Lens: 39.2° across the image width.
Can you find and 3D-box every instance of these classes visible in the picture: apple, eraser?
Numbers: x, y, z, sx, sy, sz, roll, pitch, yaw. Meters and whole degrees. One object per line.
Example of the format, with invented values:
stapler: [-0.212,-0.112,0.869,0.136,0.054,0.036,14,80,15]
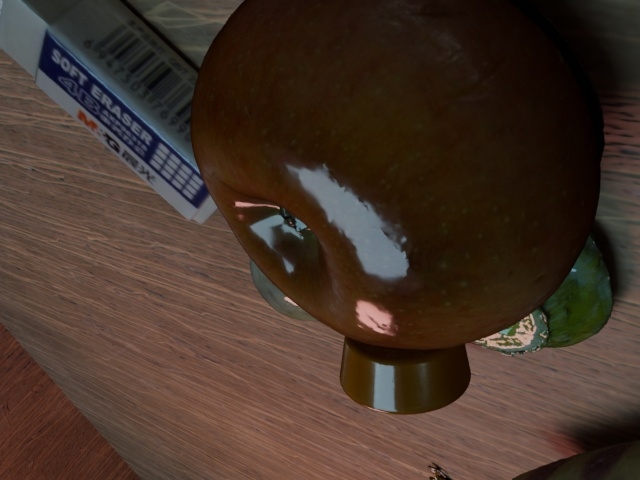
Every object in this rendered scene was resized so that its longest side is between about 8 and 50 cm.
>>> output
apple: [0.041,-0.054,0.590,0.272,0.206,0.251,53,146,-6]
eraser: [-0.187,-0.146,0.896,0.279,0.081,0.124,43,154,-6]

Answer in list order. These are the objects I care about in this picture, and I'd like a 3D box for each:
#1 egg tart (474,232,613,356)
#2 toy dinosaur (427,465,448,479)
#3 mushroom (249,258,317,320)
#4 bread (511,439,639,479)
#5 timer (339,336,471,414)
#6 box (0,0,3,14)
egg tart: [0.149,0.029,0.741,0.197,0.078,0.197,28,152,17]
toy dinosaur: [0.180,0.357,1.253,0.041,0.026,0.113,-30,99,45]
mushroom: [0.000,0.000,0.836,0.123,0.154,0.154,4,166,-25]
bread: [0.313,0.267,0.808,0.187,0.155,0.338,33,151,-4]
timer: [0.080,0.072,0.879,0.132,0.132,0.152,16,121,39]
box: [-0.323,-0.275,0.921,0.084,0.040,0.154,41,153,3]
